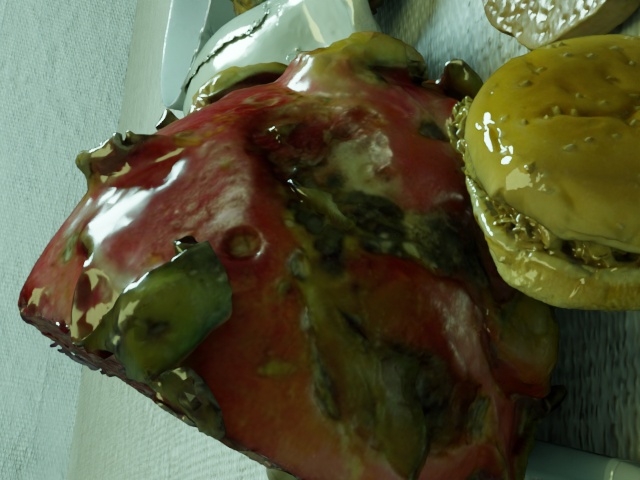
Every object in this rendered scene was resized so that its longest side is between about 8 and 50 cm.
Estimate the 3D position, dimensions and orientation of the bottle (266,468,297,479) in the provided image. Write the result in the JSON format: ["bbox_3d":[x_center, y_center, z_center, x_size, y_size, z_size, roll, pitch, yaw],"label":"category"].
[{"bbox_3d":[-0.018,0.189,0.939,0.096,0.045,0.045,117,156,-43],"label":"bottle"}]

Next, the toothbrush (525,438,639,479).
[{"bbox_3d":[0.142,0.116,0.533,0.342,0.025,0.030,161,120,-69],"label":"toothbrush"}]

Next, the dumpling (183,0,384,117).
[{"bbox_3d":[-0.016,-0.075,0.896,0.341,0.181,0.260,-29,74,40],"label":"dumpling"}]

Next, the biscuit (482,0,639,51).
[{"bbox_3d":[0.155,-0.194,0.668,0.221,0.029,0.142,-121,44,-65],"label":"biscuit"}]

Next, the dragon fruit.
[{"bbox_3d":[0.000,0.000,0.607,0.263,0.296,0.314,-61,24,-12],"label":"dragon fruit"}]

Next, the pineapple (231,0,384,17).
[{"bbox_3d":[0.043,-0.319,0.912,0.361,0.175,0.175,-40,41,43],"label":"pineapple"}]

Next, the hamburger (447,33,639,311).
[{"bbox_3d":[0.134,-0.034,0.458,0.138,0.147,0.083,-94,4,-54],"label":"hamburger"}]

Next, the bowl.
[{"bbox_3d":[-0.099,-0.291,1.301,0.287,0.143,0.287,-168,90,-72],"label":"bowl"}]
